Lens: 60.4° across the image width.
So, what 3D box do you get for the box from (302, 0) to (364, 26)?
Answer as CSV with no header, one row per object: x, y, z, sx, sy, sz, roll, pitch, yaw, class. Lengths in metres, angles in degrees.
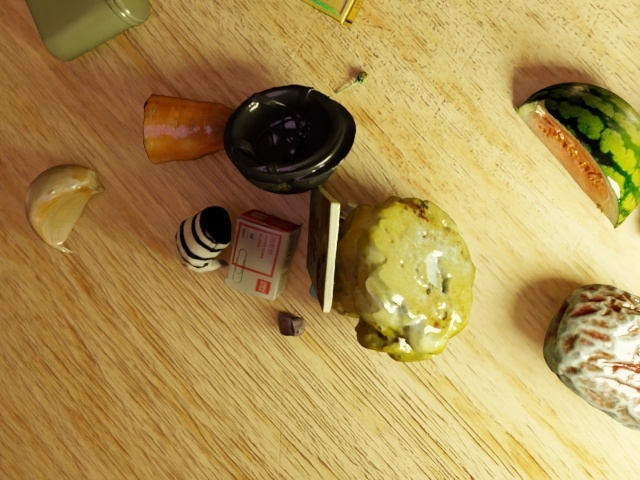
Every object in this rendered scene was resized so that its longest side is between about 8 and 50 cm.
-0.029,-0.588,1.096,0.301,0.084,0.193,32,110,8,box

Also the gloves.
-0.285,0.012,1.281,0.218,0.131,0.140,-37,80,39,gloves

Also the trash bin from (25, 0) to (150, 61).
-0.542,-0.566,1.249,0.247,0.121,0.244,-17,98,23,trash bin

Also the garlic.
-0.669,-0.088,1.412,0.164,0.145,0.245,24,115,-22,garlic

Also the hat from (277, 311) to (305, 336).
-0.068,0.201,1.333,0.087,0.042,0.058,12,106,50,hat

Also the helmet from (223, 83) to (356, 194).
-0.056,-0.191,1.151,0.278,0.160,0.231,16,66,16,helmet

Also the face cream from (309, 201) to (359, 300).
0.042,0.026,1.231,0.075,0.075,0.230,23,109,11,face cream

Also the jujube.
0.584,0.225,1.037,0.316,0.226,0.226,31,110,5,jujube

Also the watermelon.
0.491,-0.164,0.989,0.303,0.128,0.159,52,131,5,watermelon

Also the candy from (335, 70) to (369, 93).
0.066,-0.332,1.167,0.083,0.023,0.025,-20,105,31,candy

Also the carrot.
-0.276,-0.255,1.240,0.224,0.159,0.159,-2,103,5,carrot

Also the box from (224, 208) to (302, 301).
-0.135,0.032,1.274,0.133,0.099,0.182,20,109,10,box

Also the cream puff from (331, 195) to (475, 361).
0.141,0.083,1.129,0.324,0.291,0.257,39,141,-16,cream puff

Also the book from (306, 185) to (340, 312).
0.000,0.000,1.128,0.020,0.295,0.208,2,103,-8,book
